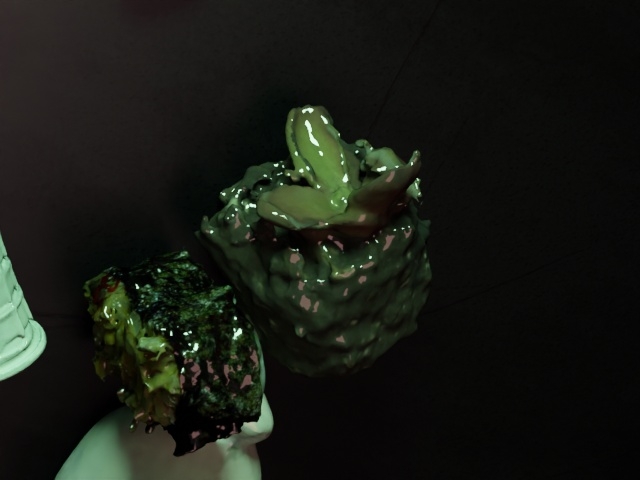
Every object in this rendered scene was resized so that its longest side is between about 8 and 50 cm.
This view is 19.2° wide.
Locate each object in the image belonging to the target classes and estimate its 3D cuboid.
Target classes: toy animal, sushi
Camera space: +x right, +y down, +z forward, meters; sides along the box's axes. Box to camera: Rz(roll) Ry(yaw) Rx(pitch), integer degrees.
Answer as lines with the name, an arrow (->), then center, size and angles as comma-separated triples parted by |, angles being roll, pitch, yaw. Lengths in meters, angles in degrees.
toy animal -> -0.100, 0.285, 1.683 | 0.196, 0.367, 0.241 | 26, 109, -31
sushi -> -0.132, 0.101, 1.666 | 0.115, 0.212, 0.147 | -18, 121, -19

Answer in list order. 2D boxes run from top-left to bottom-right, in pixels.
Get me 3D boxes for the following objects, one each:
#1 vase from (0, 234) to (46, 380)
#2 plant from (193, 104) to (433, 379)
vase -> -0.321, -0.037, 1.557 | 0.143, 0.143, 0.299 | -16, 115, -21
plant -> 0.000, 0.000, 1.709 | 0.178, 0.204, 0.234 | -35, 134, -22
